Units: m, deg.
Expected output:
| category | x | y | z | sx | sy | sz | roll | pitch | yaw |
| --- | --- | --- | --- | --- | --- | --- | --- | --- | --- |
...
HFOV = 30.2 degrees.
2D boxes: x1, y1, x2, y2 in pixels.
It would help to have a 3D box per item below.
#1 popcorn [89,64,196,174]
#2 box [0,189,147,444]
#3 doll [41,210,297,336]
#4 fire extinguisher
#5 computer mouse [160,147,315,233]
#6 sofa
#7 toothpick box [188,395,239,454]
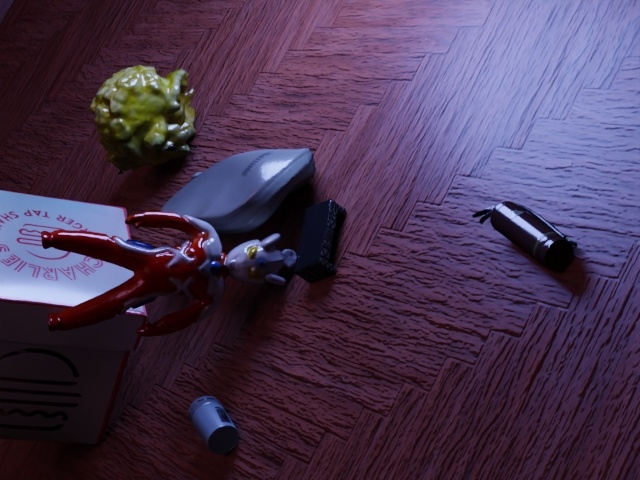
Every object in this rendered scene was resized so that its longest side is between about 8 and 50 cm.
| category | x | y | z | sx | sy | sz | roll | pitch | yaw |
| --- | --- | --- | --- | --- | --- | --- | --- | --- | --- |
| popcorn | -0.326 | -0.229 | 2.223 | 0.189 | 0.218 | 0.169 | -10 | 59 | 1 |
| box | -0.488 | 0.125 | 1.965 | 0.312 | 0.314 | 0.300 | -112 | 37 | -50 |
| doll | -0.224 | 0.047 | 1.791 | 0.099 | 0.384 | 0.188 | -169 | 72 | -74 |
| fire extinguisher | 0.256 | -0.013 | 1.486 | 0.064 | 0.043 | 0.158 | -27 | 34 | -12 |
| computer mouse | -0.143 | -0.091 | 1.945 | 0.331 | 0.095 | 0.197 | -3 | 33 | 51 |
| sofa | 0.000 | 0.000 | 1.787 | 0.060 | 0.039 | 0.118 | -22 | 47 | 41 |
| toothpick box | -0.157 | 0.271 | 1.739 | 0.052 | 0.052 | 0.083 | -52 | 36 | 4 |
